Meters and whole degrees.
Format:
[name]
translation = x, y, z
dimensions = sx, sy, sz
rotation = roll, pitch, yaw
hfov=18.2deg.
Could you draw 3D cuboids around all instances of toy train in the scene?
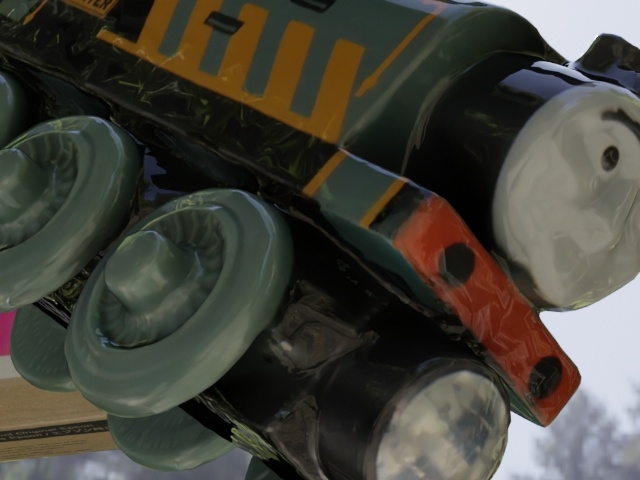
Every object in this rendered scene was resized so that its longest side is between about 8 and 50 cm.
[toy train]
translation = -0.030, -0.023, 0.675
dimensions = 0.334, 0.190, 0.142
rotation = 26, -17, 52

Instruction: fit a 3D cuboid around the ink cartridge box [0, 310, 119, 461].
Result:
[ink cartridge box]
translation = -0.189, 0.010, 1.178
dimensions = 0.193, 0.235, 0.088
rotation = -8, -21, 9
